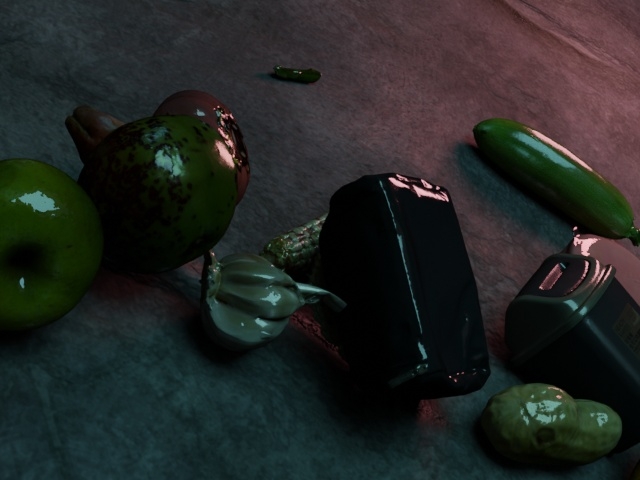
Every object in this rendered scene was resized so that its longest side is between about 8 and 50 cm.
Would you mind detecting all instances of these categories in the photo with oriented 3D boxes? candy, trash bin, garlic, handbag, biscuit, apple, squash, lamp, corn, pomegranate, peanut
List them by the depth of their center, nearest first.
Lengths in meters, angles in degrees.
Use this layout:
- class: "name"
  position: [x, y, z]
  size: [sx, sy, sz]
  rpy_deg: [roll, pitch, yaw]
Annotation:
- class: "apple"
  position: [-0.339, 0.003, 1.257]
  size: [0.196, 0.196, 0.157]
  rpy_deg: [14, 23, -31]
- class: "pomegranate"
  position: [-0.223, -0.081, 1.390]
  size: [0.248, 0.214, 0.214]
  rpy_deg: [45, 36, 12]
- class: "garlic"
  position: [-0.066, 0.082, 1.450]
  size: [0.194, 0.127, 0.131]
  rpy_deg: [5, 9, -20]
- class: "handbag"
  position: [0.091, 0.072, 1.510]
  size: [0.275, 0.178, 0.301]
  rpy_deg: [5, 70, -60]
- class: "lamp"
  position: [-0.175, -0.117, 1.571]
  size: [0.182, 0.140, 0.182]
  rpy_deg: [-21, 90, -79]
- class: "biscuit"
  position: [0.038, 0.069, 1.600]
  size: [0.144, 0.016, 0.203]
  rpy_deg: [42, 48, -23]
- class: "peanut"
  position: [0.340, 0.266, 1.633]
  size: [0.237, 0.120, 0.110]
  rpy_deg: [10, 6, -27]
- class: "corn"
  position: [0.000, 0.000, 1.655]
  size: [0.079, 0.079, 0.237]
  rpy_deg: [50, 37, 14]
- class: "trash bin"
  position: [0.427, 0.167, 1.776]
  size: [0.290, 0.182, 0.209]
  rpy_deg: [48, 37, 2]
- class: "candy"
  position: [0.505, 0.096, 1.987]
  size: [0.255, 0.094, 0.255]
  rpy_deg: [24, 38, -21]
- class: "squash"
  position: [0.465, -0.116, 2.177]
  size: [0.395, 0.107, 0.107]
  rpy_deg: [35, 36, -8]

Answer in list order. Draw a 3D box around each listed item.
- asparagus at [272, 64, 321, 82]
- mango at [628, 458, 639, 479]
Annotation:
- class: "asparagus"
  position: [-0.045, -0.292, 1.981]
  size: [0.108, 0.021, 0.025]
  rpy_deg: [0, 47, -41]
- class: "mango"
  position: [0.551, 0.377, 1.674]
  size: [0.287, 0.152, 0.201]
  rpy_deg: [-10, 55, -48]
